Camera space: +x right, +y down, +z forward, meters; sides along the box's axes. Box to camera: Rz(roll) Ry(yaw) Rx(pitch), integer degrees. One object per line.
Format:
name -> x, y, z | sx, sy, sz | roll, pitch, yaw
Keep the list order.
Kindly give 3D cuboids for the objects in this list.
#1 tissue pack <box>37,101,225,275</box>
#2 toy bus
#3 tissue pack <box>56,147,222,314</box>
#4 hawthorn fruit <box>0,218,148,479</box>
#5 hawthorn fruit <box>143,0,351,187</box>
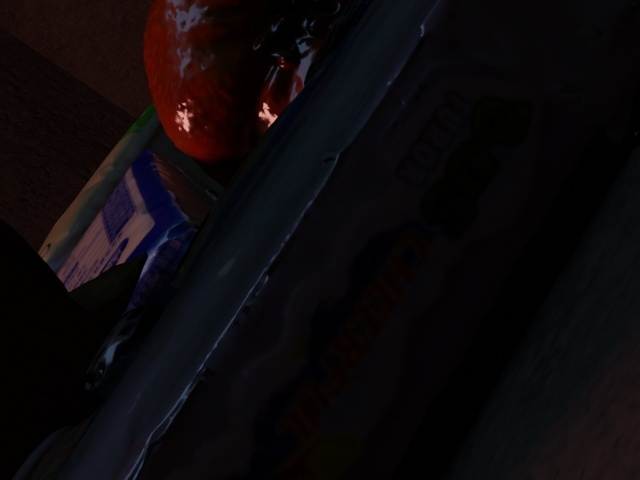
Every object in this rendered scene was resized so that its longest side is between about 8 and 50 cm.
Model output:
tissue pack -> -0.207, 0.092, 1.675 | 0.405, 0.205, 0.332 | -53, 9, 42
toy bus -> 0.016, 0.003, 0.589 | 0.317, 0.112, 0.138 | -58, 9, -18
tissue pack -> -0.121, 0.097, 1.069 | 0.269, 0.137, 0.209 | -57, 21, 6
hawthorn fruit -> -0.235, 0.128, 0.775 | 0.403, 0.403, 0.403 | -55, 4, 6
hawthorn fruit -> -0.009, -0.102, 1.097 | 0.207, 0.207, 0.243 | -57, -8, -11
